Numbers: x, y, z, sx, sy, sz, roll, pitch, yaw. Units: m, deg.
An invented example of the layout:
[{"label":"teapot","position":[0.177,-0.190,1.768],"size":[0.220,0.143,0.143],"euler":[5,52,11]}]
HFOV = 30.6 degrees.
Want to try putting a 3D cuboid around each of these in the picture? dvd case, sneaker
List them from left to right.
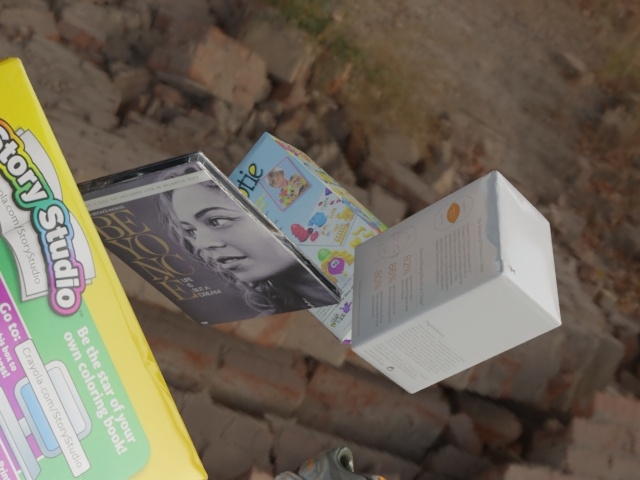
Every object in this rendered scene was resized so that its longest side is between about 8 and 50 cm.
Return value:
[{"label":"dvd case","position":[-0.106,0.007,1.036],"size":[0.221,0.164,0.018],"euler":[46,44,-40]},{"label":"sneaker","position":[0.050,0.312,1.237],"size":[0.108,0.100,0.271],"euler":[-37,42,-10]}]

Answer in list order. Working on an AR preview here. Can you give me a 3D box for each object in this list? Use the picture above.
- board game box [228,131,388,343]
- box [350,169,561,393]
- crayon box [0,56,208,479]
[{"label":"board game box","position":[0.000,0.000,1.607],"size":[0.275,0.144,0.142],"euler":[43,9,20]},{"label":"box","position":[0.121,0.040,1.077],"size":[0.091,0.170,0.130],"euler":[40,37,-32]},{"label":"crayon box","position":[-0.286,0.093,0.830],"size":[0.313,0.106,0.363],"euler":[-32,106,-39]}]
